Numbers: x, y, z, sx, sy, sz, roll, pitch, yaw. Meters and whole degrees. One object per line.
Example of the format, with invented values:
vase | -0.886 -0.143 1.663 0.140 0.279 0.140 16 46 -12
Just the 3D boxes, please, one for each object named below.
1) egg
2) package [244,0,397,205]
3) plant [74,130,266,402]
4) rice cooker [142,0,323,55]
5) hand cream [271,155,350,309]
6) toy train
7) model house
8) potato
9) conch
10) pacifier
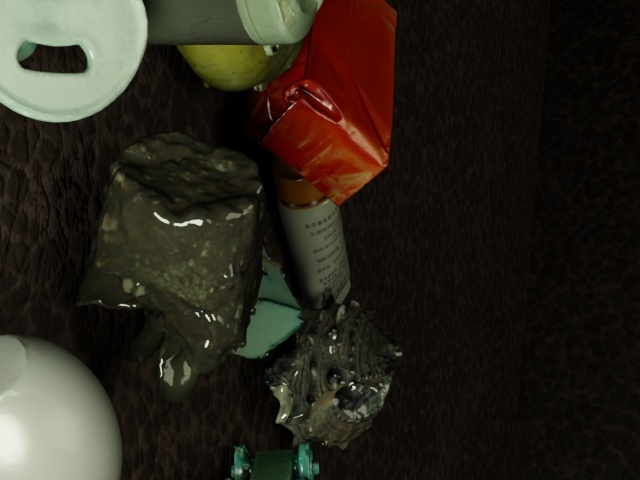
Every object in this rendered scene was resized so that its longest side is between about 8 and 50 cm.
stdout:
egg | -0.267 0.191 1.341 0.232 0.176 0.176 80 19 -45
package | 0.005 -0.263 2.133 0.196 0.123 0.424 39 41 -35
plant | -0.161 0.030 1.645 0.199 0.188 0.276 -74 174 -54
rice cooker | -0.121 -0.353 1.636 0.288 0.277 0.288 1 90 -74
hand cream | 0.000 0.000 2.253 0.140 0.089 0.314 -55 143 -43
toy train | -0.061 0.378 1.932 0.298 0.120 0.194 -76 162 -80
model house | -0.107 0.057 1.946 0.148 0.119 0.149 22 40 -45
potato | -0.103 -0.283 1.902 0.228 0.148 0.197 55 53 -62
conch | 0.008 0.201 2.165 0.241 0.186 0.313 -65 170 -2
pacifier | -0.232 -0.287 1.370 0.288 0.269 0.344 -7 91 -48
